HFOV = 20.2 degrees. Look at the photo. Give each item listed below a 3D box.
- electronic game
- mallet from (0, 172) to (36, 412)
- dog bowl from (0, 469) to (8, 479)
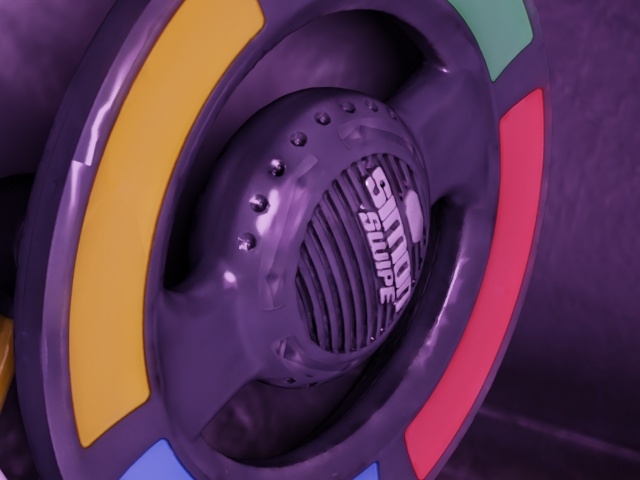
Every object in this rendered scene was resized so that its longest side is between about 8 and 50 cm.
[{"bbox_3d":[0.000,0.000,0.534,0.229,0.048,0.229,-23,121,-45],"label":"electronic game"},{"bbox_3d":[-0.109,0.068,0.534,0.039,0.062,0.189,20,96,-25],"label":"mallet"},{"bbox_3d":[-0.157,0.126,0.380,0.104,0.265,0.265,-31,109,21],"label":"dog bowl"}]
